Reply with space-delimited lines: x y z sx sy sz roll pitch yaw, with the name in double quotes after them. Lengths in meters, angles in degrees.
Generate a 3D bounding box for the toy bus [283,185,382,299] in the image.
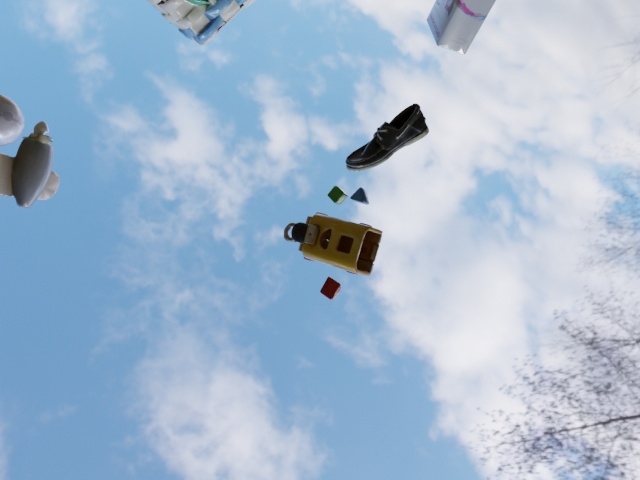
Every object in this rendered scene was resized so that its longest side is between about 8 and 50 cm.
0.011 -0.002 0.928 0.104 0.202 0.190 16 -136 -60 "toy bus"

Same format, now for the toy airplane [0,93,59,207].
-0.615 -0.153 0.806 0.273 0.384 0.386 -12 -145 11 "toy airplane"

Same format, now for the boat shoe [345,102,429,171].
0.150 -0.242 1.165 0.233 0.084 0.079 -34 -53 -12 "boat shoe"

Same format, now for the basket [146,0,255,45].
-0.164 -0.402 0.555 0.289 0.255 0.201 47 -174 -35 "basket"

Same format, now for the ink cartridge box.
0.210 -0.351 0.719 0.052 0.122 0.088 10 -133 -14 "ink cartridge box"
